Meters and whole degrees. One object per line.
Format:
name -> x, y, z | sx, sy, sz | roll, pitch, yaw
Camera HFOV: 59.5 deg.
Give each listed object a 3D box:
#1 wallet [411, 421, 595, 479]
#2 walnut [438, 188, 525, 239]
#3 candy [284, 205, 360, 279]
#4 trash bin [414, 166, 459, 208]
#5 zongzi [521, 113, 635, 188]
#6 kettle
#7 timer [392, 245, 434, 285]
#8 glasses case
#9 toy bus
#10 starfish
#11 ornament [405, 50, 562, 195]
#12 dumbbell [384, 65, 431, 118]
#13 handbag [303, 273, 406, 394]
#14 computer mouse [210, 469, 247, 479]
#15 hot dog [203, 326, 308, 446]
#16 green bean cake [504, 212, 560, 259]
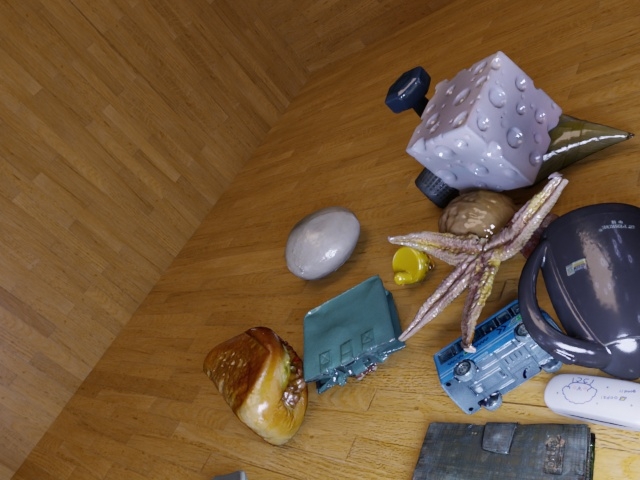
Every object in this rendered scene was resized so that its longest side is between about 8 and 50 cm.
wallet -> 0.311, 0.400, 0.988 | 0.317, 0.044, 0.169 | -15, 36, 42
walnut -> 0.392, -0.053, 1.393 | 0.238, 0.141, 0.204 | -27, 4, 23
candy -> 0.000, 0.000, 1.847 | 0.295, 0.185, 0.295 | -38, 23, 19
trash bin -> 0.371, -0.186, 1.657 | 0.161, 0.175, 0.175 | -48, 25, 13
zongzi -> 0.620, -0.211, 1.423 | 0.228, 0.115, 0.256 | -52, 40, -3
kettle -> 0.484, 0.103, 0.991 | 0.268, 0.207, 0.290 | 3, 52, 6
timer -> 0.236, 0.067, 1.509 | 0.107, 0.109, 0.107 | 2, 93, 49
glasses case -> 0.476, 0.271, 0.947 | 0.197, 0.049, 0.076 | -3, 47, 52
toy bus -> 0.354, 0.225, 1.113 | 0.246, 0.113, 0.134 | -38, 21, 13
starfish -> 0.310, 0.051, 1.218 | 0.398, 0.132, 0.384 | 4, 62, 56
ornament -> 0.411, -0.280, 1.424 | 0.240, 0.239, 0.240 | -12, 47, 63
dumbbell -> 0.356, -0.395, 1.794 | 0.156, 0.316, 0.143 | -43, 21, 12
handbag -> 0.083, 0.249, 1.470 | 0.268, 0.100, 0.274 | -32, 29, 13
computer mouse -> -0.231, 0.623, 1.381 | 0.181, 0.056, 0.089 | -28, 24, 40
hot dog -> -0.160, 0.363, 1.521 | 0.223, 0.185, 0.405 | -51, 28, -11
green bean cake -> 0.492, -0.005, 1.236 | 0.056, 0.136, 0.135 | -50, 26, -16
